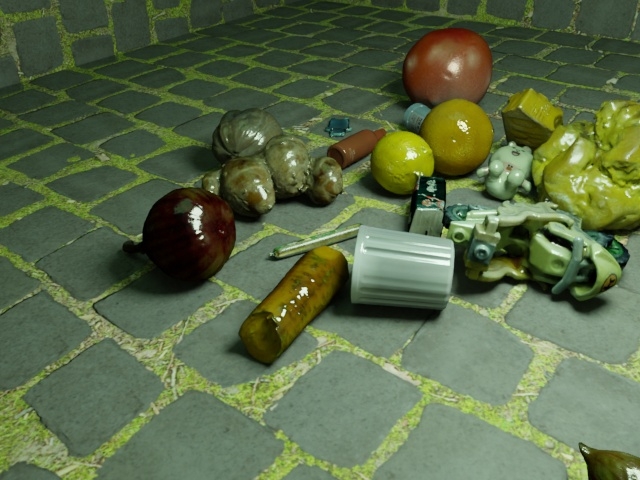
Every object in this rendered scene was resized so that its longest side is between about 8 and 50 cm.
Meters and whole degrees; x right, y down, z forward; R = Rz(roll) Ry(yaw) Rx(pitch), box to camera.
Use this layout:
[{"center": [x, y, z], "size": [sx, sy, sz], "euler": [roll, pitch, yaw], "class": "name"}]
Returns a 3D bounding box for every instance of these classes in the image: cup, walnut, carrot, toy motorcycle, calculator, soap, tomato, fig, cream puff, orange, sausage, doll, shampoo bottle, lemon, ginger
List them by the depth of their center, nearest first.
[{"center": [0.427, 0.348, 0.851], "size": [0.109, 0.103, 0.154], "euler": [-4, 34, -46], "class": "fig"}, {"center": [-0.045, 0.117, 1.232], "size": [0.114, 0.114, 0.302], "euler": [16, 38, 26], "class": "carrot"}, {"center": [0.175, 0.046, 1.277], "size": [0.201, 0.167, 0.221], "euler": [7, 36, 9], "class": "cup"}, {"center": [0.465, 0.014, 1.296], "size": [0.409, 0.169, 0.237], "euler": [13, 27, 8], "class": "toy motorcycle"}, {"center": [-0.349, 0.005, 1.400], "size": [0.320, 0.217, 0.217], "euler": [-16, 23, 34], "class": "fig"}, {"center": [0.000, 0.000, 1.474], "size": [0.268, 0.033, 0.033], "euler": [-16, 36, -20], "class": "sausage"}, {"center": [0.726, -0.210, 1.520], "size": [0.377, 0.276, 0.378], "euler": [-7, 35, 5], "class": "cream puff"}, {"center": [-0.137, -0.169, 1.623], "size": [0.375, 0.176, 0.256], "euler": [-17, 51, -20], "class": "ginger"}, {"center": [0.223, -0.215, 1.666], "size": [0.173, 0.174, 0.206], "euler": [-28, 29, -34], "class": "lemon"}, {"center": [0.525, -0.195, 1.680], "size": [0.154, 0.113, 0.275], "euler": [20, 31, 18], "class": "doll"}, {"center": [0.390, -0.297, 1.733], "size": [0.236, 0.237, 0.236], "euler": [-2, 33, 1], "class": "orange"}, {"center": [0.615, -0.329, 1.736], "size": [0.160, 0.257, 0.080], "euler": [21, 73, 34], "class": "soap"}, {"center": [-0.222, -0.301, 1.808], "size": [0.224, 0.224, 0.224], "euler": [-2, 33, 1], "class": "walnut"}, {"center": [0.124, -0.299, 1.884], "size": [0.085, 0.086, 0.244], "euler": [23, 39, 33], "class": "shampoo bottle"}, {"center": [0.064, -0.394, 2.088], "size": [0.094, 0.019, 0.141], "euler": [1, 35, 6], "class": "calculator"}, {"center": [0.448, -0.587, 2.126], "size": [0.321, 0.322, 0.322], "euler": [-2, 33, 1], "class": "tomato"}]

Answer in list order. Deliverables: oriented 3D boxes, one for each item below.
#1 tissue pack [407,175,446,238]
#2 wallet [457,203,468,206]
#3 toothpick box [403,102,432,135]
[{"center": [0.271, -0.080, 1.519], "size": [0.090, 0.103, 0.170], "euler": [9, 35, 4], "class": "tissue pack"}, {"center": [0.402, -0.061, 1.549], "size": [0.122, 0.025, 0.061], "euler": [19, 37, 29], "class": "wallet"}, {"center": [0.354, -0.381, 1.975], "size": [0.101, 0.101, 0.153], "euler": [-16, 34, -20], "class": "toothpick box"}]
